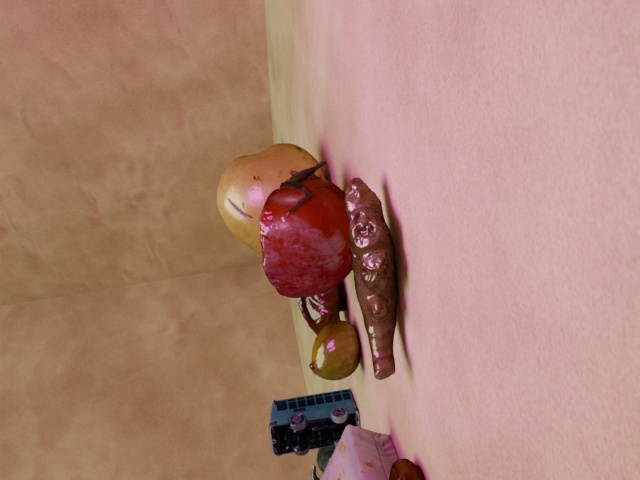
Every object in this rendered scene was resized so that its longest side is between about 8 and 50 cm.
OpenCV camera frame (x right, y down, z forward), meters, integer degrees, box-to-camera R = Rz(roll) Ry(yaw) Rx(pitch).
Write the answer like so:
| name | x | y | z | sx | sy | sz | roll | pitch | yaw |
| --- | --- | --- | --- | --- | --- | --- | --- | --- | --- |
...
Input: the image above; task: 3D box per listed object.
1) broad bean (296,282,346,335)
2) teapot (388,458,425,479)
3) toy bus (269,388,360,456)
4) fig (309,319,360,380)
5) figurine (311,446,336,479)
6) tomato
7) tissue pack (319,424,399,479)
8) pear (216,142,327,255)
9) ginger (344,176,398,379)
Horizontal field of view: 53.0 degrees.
| name | x | y | z | sx | sy | sz | roll | pitch | yaw |
| --- | --- | --- | --- | --- | --- | --- | --- | --- | --- |
| broad bean | 0.006 | 0.149 | 1.724 | 0.156 | 0.122 | 0.228 | -21 | 84 | 57 |
| teapot | 0.144 | 0.443 | 1.147 | 0.129 | 0.078 | 0.098 | 98 | 161 | -66 |
| toy bus | -0.021 | 0.524 | 1.857 | 0.147 | 0.256 | 0.128 | -107 | 11 | -65 |
| fig | 0.042 | 0.276 | 1.612 | 0.136 | 0.120 | 0.153 | 119 | 165 | -64 |
| figurine | 0.042 | 0.749 | 2.136 | 0.193 | 0.140 | 0.265 | -77 | 9 | -58 |
| tomato | 0.004 | -0.003 | 1.364 | 0.309 | 0.170 | 0.309 | -15 | -73 | -62 |
| tissue pack | 0.088 | 0.526 | 1.303 | 0.225 | 0.124 | 0.185 | -113 | 45 | -64 |
| pear | -0.113 | -0.102 | 1.681 | 0.309 | 0.309 | 0.309 | 171 | 90 | -83 |
| ginger | 0.095 | 0.058 | 1.093 | 0.166 | 0.080 | 0.333 | -79 | -23 | -66 |
